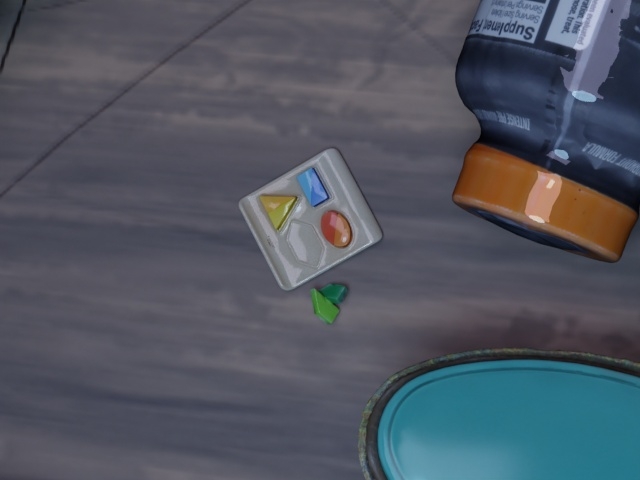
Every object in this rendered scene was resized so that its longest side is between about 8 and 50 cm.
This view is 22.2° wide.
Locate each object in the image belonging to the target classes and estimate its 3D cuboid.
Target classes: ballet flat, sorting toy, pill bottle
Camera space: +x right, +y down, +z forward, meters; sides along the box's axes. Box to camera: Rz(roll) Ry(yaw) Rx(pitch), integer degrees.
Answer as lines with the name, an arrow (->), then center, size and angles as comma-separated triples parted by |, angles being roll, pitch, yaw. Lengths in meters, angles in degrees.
ballet flat -> 0.190, 0.125, 0.758 | 0.348, 0.123, 0.123 | 6, 85, 4
sorting toy -> 0.000, 0.000, 0.863 | 0.062, 0.012, 0.083 | -29, 79, 6
pill bottle -> 0.146, -0.116, 0.788 | 0.130, 0.130, 0.246 | 21, 89, 12
